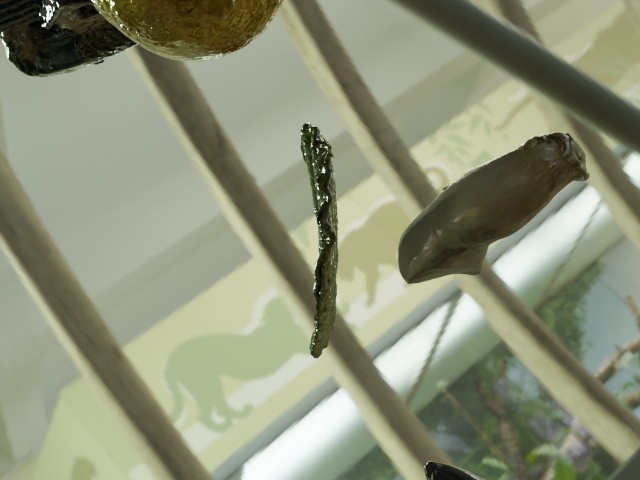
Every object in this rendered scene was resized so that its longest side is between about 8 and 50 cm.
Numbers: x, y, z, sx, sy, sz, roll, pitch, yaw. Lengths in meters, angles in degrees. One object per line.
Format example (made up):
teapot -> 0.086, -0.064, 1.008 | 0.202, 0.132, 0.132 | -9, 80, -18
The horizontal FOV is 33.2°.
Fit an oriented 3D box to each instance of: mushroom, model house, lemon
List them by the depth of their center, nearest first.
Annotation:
lemon -> -0.169, -0.350, 1.351 | 0.245, 0.245, 0.320 | -52, -18, 20
model house -> -0.430, -0.407, 1.648 | 0.298, 0.243, 0.284 | -17, -5, 15
mushroom -> 0.276, -0.050, 1.758 | 0.177, 0.126, 0.397 | -1, -25, -26

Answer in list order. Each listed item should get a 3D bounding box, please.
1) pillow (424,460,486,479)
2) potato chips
pillow -> 0.288, 0.504, 1.923 | 0.106, 0.186, 0.250 | -46, -46, -19
potato chips -> 0.000, 0.000, 1.978 | 0.070, 0.358, 0.429 | -1, -46, 0
